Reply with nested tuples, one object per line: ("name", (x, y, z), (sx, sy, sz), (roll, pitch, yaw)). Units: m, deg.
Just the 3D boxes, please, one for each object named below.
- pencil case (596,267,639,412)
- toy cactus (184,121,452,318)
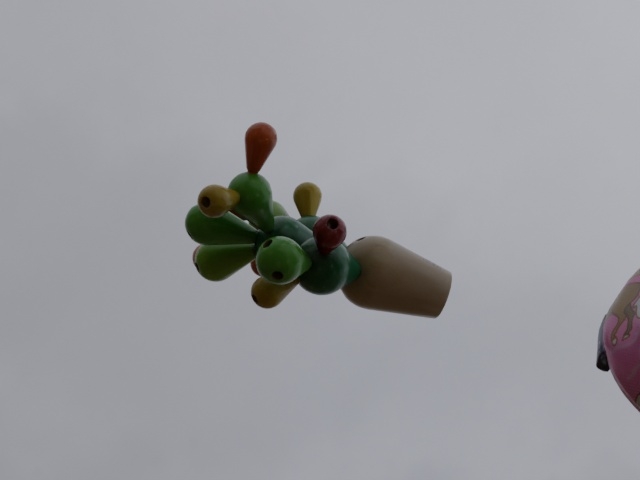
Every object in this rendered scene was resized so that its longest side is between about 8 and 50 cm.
("pencil case", (0.281, -0.057, 0.734), (0.167, 0.160, 0.386), (36, -51, 21))
("toy cactus", (0.000, 0.000, 0.954), (0.180, 0.112, 0.219), (18, -4, -8))
